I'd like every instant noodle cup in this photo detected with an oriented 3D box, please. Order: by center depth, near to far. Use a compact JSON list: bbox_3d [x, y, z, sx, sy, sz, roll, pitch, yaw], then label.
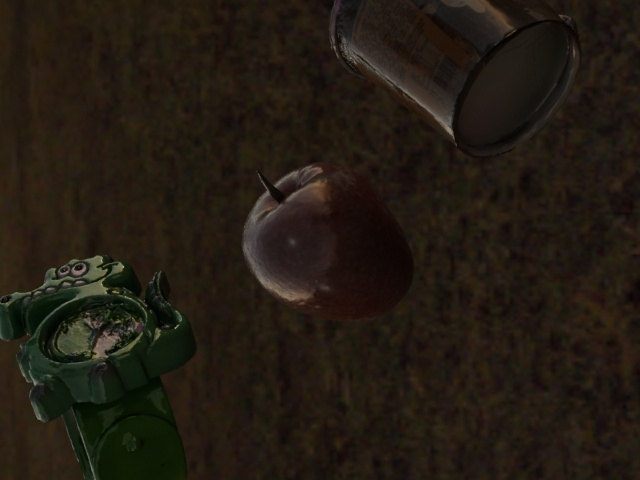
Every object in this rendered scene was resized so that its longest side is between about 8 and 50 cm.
[{"bbox_3d":[0.152,-0.216,1.355,0.207,0.217,0.217,49,136,36],"label":"instant noodle cup"}]

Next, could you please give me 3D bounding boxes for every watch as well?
[{"bbox_3d":[-0.154,0.110,0.940,0.165,0.131,0.152,46,152,50],"label":"watch"}]

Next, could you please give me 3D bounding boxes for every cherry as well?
[{"bbox_3d":[0.000,0.000,1.735,0.213,0.285,0.236,-39,27,17],"label":"cherry"}]
